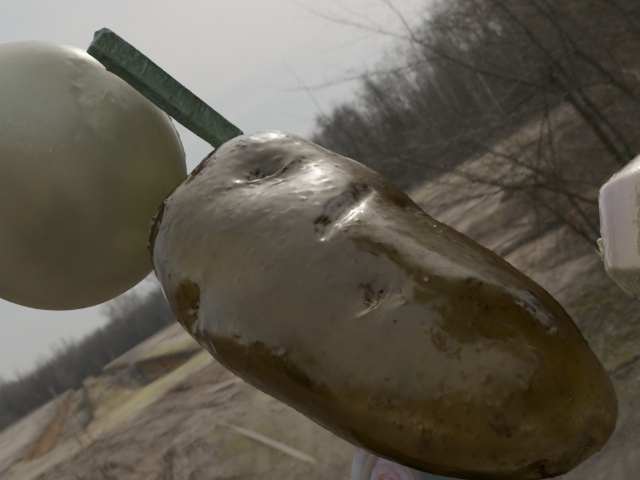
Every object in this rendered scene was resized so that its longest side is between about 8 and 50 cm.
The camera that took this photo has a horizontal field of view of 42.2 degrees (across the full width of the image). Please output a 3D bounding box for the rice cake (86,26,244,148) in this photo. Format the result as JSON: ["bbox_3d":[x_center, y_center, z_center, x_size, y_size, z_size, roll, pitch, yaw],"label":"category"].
[{"bbox_3d":[-0.145,-0.139,0.788,0.033,0.170,0.029,-6,52,61],"label":"rice cake"}]

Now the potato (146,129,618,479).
[{"bbox_3d":[0.026,0.043,0.577,0.195,0.369,0.177,27,-86,-49],"label":"potato"}]

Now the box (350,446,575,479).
[{"bbox_3d":[0.112,0.223,0.719,0.081,0.135,0.199,7,2,-34],"label":"box"}]

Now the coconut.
[{"bbox_3d":[0.476,-0.033,1.087,0.224,0.234,0.224,-7,-13,-2],"label":"coconut"}]

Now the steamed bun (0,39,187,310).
[{"bbox_3d":[-0.318,-0.066,0.952,0.324,0.324,0.206,-32,14,27],"label":"steamed bun"}]
